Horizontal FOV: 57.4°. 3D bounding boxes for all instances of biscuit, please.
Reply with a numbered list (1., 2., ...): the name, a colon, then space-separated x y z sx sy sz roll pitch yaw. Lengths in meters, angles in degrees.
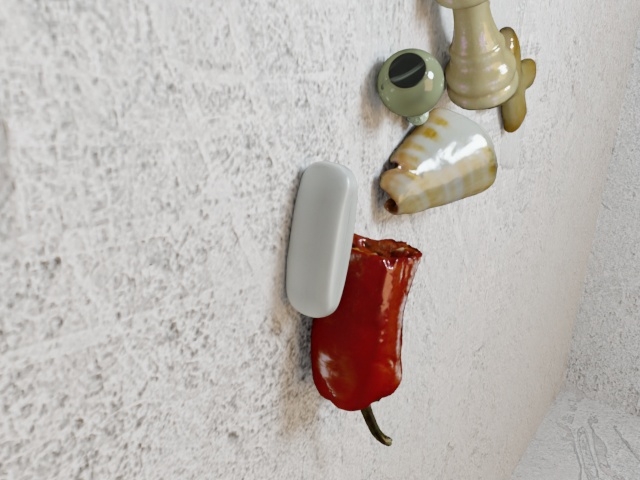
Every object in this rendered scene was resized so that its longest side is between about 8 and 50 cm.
1. biscuit: 0.388 -0.320 1.189 0.208 0.047 0.164 9 97 -57

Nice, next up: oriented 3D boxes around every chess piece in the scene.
1. chess piece: 0.208 -0.375 0.836 0.117 0.117 0.397 -56 142 -25

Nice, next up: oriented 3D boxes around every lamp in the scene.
1. lamp: 0.134 -0.206 0.838 0.091 0.091 0.163 -69 161 -6

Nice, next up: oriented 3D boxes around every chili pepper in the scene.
1. chili pepper: 0.050 0.164 0.820 0.131 0.135 0.338 -39 138 -65

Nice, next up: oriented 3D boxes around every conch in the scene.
1. conch: 0.206 -0.115 0.934 0.255 0.127 0.158 -45 139 -35

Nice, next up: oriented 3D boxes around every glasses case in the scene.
1. glasses case: 0.000 0.000 0.726 0.049 0.076 0.197 -9 111 -53
